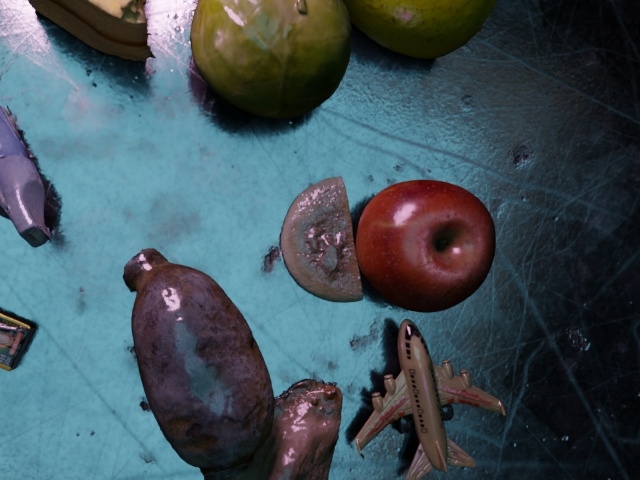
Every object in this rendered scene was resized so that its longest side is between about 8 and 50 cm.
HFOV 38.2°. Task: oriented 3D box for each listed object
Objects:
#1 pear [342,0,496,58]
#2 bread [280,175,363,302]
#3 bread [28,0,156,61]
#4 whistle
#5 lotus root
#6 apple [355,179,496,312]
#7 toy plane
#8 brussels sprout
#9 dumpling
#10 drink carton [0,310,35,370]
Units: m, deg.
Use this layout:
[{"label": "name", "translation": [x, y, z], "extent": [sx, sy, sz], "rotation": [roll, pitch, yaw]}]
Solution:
[{"label": "pear", "translation": [0.108, -0.467, 1.336], "extent": [0.318, 0.238, 0.342], "rotation": [11, 85, -17]}, {"label": "bread", "translation": [-0.003, 0.004, 1.388], "extent": [0.112, 0.036, 0.192], "rotation": [-9, 88, -9]}, {"label": "bread", "translation": [-0.259, -0.391, 1.256], "extent": [0.198, 0.263, 0.236], "rotation": [33, 81, -9]}, {"label": "whistle", "translation": [-0.436, -0.094, 1.259], "extent": [0.093, 0.180, 0.269], "rotation": [-29, 58, -7]}, {"label": "lotus root", "translation": [-0.171, 0.166, 1.289], "extent": [0.175, 0.175, 0.349], "rotation": [-23, 90, -10]}, {"label": "apple", "translation": [0.149, 0.005, 1.356], "extent": [0.201, 0.162, 0.201], "rotation": [-1, 92, -20]}, {"label": "toy plane", "translation": [0.152, 0.235, 1.373], "extent": [0.229, 0.092, 0.244], "rotation": [-14, 88, -8]}, {"label": "brussels sprout", "translation": [-0.068, -0.293, 1.304], "extent": [0.244, 0.244, 0.244], "rotation": [1, 87, -9]}, {"label": "dumpling", "translation": [-0.059, 0.363, 1.337], "extent": [0.166, 0.086, 0.332], "rotation": [8, 81, -12]}, {"label": "drink carton", "translation": [-0.493, 0.119, 1.290], "extent": [0.166, 0.056, 0.071], "rotation": [24, 80, -7]}]
